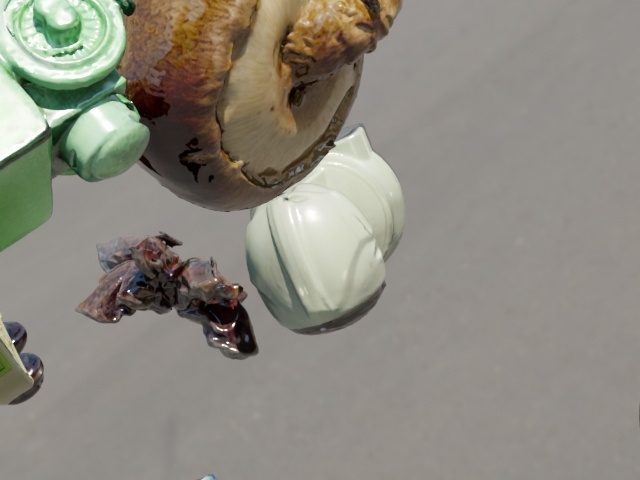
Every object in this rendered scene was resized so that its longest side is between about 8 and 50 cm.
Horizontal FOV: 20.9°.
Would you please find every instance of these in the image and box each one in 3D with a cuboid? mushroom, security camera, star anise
[{"bbox_3d":[-0.061,-0.164,1.467,0.278,0.297,0.163,-39,57,-13],"label":"mushroom"},{"bbox_3d":[0.000,0.000,2.084,0.197,0.191,0.277,-18,17,12],"label":"security camera"},{"bbox_3d":[-0.183,0.057,2.128,0.283,0.212,0.129,26,98,66],"label":"star anise"}]

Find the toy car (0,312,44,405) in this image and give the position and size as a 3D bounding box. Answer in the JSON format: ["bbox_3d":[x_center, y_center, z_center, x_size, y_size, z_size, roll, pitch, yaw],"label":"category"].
[{"bbox_3d":[-0.425,0.106,1.811,0.198,0.204,0.248,-34,33,-6],"label":"toy car"}]

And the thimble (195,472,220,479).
[{"bbox_3d":[-0.097,0.315,1.441,0.237,0.150,0.237,-17,63,36],"label":"thimble"}]

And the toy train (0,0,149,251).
[{"bbox_3d":[-0.221,-0.106,1.007,0.188,0.243,0.132,-34,-19,-23],"label":"toy train"}]
